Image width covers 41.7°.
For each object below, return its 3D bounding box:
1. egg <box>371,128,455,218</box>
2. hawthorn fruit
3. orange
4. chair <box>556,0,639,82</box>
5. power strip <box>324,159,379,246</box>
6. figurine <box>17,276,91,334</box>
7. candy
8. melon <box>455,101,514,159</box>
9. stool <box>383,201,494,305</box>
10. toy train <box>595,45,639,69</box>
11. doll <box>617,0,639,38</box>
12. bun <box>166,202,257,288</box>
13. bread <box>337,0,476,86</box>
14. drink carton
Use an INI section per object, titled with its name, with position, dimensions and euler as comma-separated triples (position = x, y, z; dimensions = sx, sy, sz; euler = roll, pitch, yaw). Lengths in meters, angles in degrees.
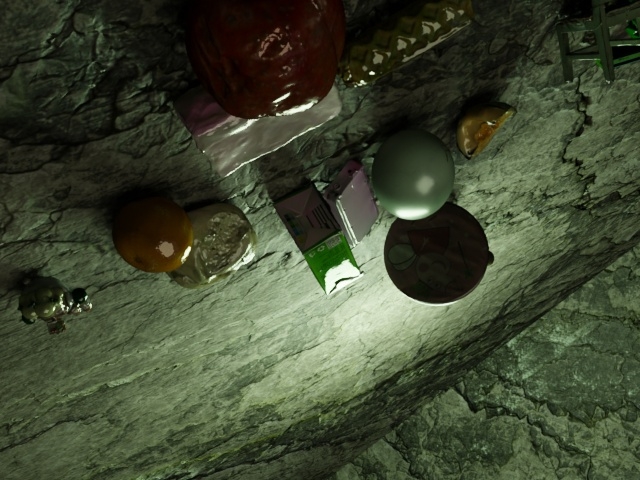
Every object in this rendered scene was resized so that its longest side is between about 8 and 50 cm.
[egg]
position = 0.204, -0.139, 1.854
dimensions = 0.182, 0.183, 0.264
euler = -27, 158, -7
[hawthorn fruit]
position = -0.081, -0.305, 1.229
dimensions = 0.258, 0.258, 0.262
euler = -30, -179, 0
[orange]
position = -0.316, -0.015, 1.598
dimensions = 0.159, 0.158, 0.136
euler = 98, 16, -57
[chair]
position = 0.584, -0.475, 1.749
dimensions = 0.136, 0.147, 0.271
euler = -22, 109, -20
[power strip]
position = 0.077, -0.081, 1.944
dimensions = 0.109, 0.037, 0.279
euler = -53, 156, -13
[figurine]
position = -0.528, 0.130, 1.679
dimensions = 0.147, 0.094, 0.197
euler = -23, 155, 11
[candy]
position = -0.107, -0.237, 1.454
dimensions = 0.265, 0.116, 0.155
euler = -28, 156, -1
[melon]
position = 0.375, -0.273, 1.928
dimensions = 0.128, 0.079, 0.160
euler = -30, 159, -45
[stool]
position = 0.314, 0.035, 2.202
dimensions = 0.272, 0.272, 0.178
euler = -37, 167, 13
[toy train]
position = 0.755, -0.455, 2.019
dimensions = 0.209, 0.044, 0.042
euler = -19, 151, -21
[doll]
position = 0.730, -0.473, 1.829
dimensions = 0.106, 0.186, 0.134
euler = -38, -179, 13
[bun]
position = -0.231, 0.023, 1.769
dimensions = 0.209, 0.116, 0.237
euler = -25, 154, -12
[bread]
position = 0.147, -0.366, 1.514
dimensions = 0.269, 0.098, 0.087
euler = -31, 111, 0
[drink carton]
position = 0.000, 0.000, 1.910
dimensions = 0.108, 0.161, 0.271
euler = -30, 153, 0
